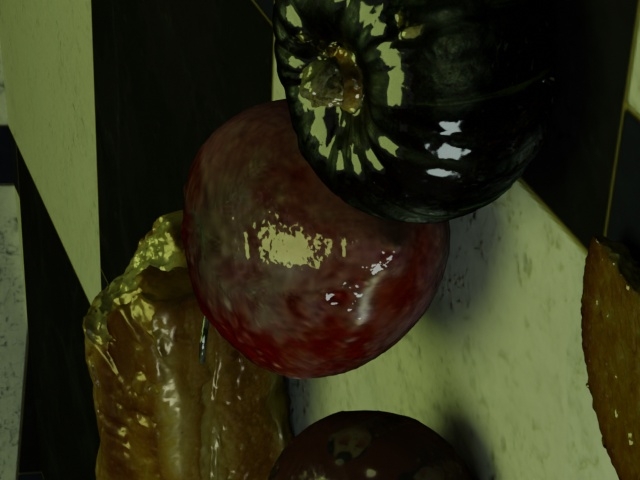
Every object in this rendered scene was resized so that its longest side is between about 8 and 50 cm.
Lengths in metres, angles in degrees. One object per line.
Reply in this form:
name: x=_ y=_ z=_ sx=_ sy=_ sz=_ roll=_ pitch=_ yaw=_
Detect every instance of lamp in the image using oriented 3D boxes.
lamp: x=0.041 y=0.188 z=1.230 sx=0.135 sy=0.156 sz=0.157 roll=-51 pitch=-20 yaw=-55

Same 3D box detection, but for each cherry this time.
cherry: x=0.000 y=0.000 z=1.176 sx=0.250 sy=0.175 sz=0.192 roll=-179 pitch=96 yaw=-69

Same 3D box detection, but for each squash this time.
squash: x=0.051 y=-0.105 z=1.018 sx=0.193 sy=0.156 sz=0.193 roll=49 pitch=163 yaw=20

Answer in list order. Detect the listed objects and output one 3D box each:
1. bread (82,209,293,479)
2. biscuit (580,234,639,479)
bread: x=-0.115 y=0.136 z=1.571 sx=0.149 sy=0.195 sz=0.344 roll=31 pitch=131 yaw=40
biscuit: x=0.185 y=0.096 z=0.916 sx=0.206 sy=0.025 sz=0.126 roll=-117 pitch=26 yaw=-45
